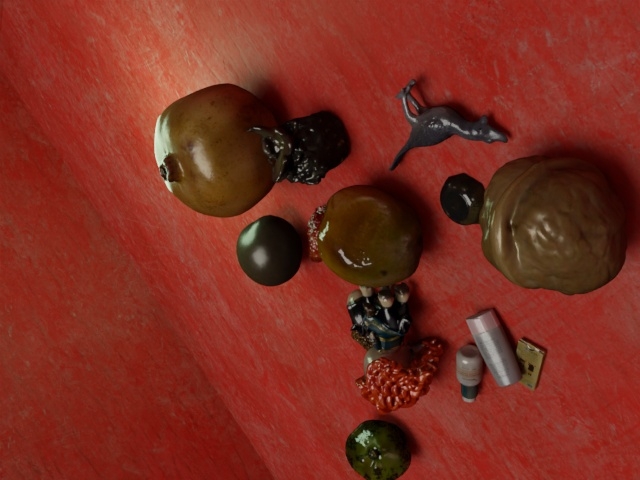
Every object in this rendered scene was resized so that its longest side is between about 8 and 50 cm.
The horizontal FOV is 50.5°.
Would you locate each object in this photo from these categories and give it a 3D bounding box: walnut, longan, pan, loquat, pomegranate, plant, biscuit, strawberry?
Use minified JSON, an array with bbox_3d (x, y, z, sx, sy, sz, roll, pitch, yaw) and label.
[{"bbox_3d":[0.454,-0.034,1.351,0.296,0.285,0.285,-138,30,-60],"label":"walnut"},{"bbox_3d":[-0.169,0.027,2.233,0.248,0.248,0.248,32,139,33],"label":"longan"},{"bbox_3d":[0.366,-0.072,1.620,0.202,0.048,0.128,36,140,28],"label":"pan"},{"bbox_3d":[0.134,-0.011,1.796,0.284,0.276,0.276,12,130,16],"label":"loquat"},{"bbox_3d":[0.194,0.753,2.383,0.222,0.204,0.276,43,145,17],"label":"pomegranate"},{"bbox_3d":[-0.046,-0.249,1.844,0.178,0.234,0.204,-12,102,49],"label":"plant"},{"bbox_3d":[0.193,0.343,2.205,0.237,0.026,0.131,38,144,27],"label":"biscuit"},{"bbox_3d":[-0.314,-0.270,2.025,0.417,0.417,0.416,32,139,33],"label":"pomegranate"},{"bbox_3d":[0.005,0.004,2.090,0.175,0.107,0.236,34,141,31],"label":"strawberry"}]

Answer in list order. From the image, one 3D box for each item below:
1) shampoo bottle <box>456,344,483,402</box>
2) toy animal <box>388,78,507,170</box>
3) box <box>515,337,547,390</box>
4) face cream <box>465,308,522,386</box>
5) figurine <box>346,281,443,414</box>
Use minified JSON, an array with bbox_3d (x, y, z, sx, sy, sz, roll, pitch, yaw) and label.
[{"bbox_3d":[0.418,0.382,1.907,0.074,0.074,0.192,25,135,39],"label":"shampoo bottle"},{"bbox_3d":[0.240,-0.274,1.576,0.367,0.081,0.205,-8,122,54],"label":"toy animal"},{"bbox_3d":[0.537,0.319,1.754,0.073,0.020,0.149,32,139,34],"label":"box"},{"bbox_3d":[0.454,0.279,1.769,0.084,0.057,0.198,-25,86,33],"label":"face cream"},{"bbox_3d":[0.199,0.301,2.011,0.306,0.241,0.411,-23,89,48],"label":"figurine"}]
